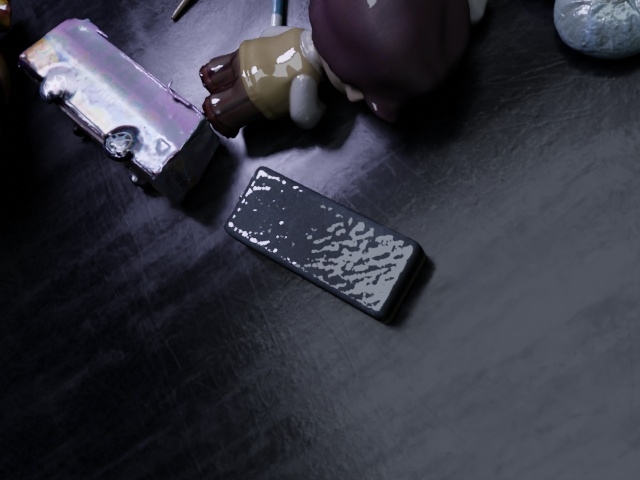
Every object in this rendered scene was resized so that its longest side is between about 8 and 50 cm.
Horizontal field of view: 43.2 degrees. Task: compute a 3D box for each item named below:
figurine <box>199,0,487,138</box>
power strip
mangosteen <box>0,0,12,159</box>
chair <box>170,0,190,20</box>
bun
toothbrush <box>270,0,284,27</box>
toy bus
[{"bbox_3d":[0.027,-0.235,1.042,0.365,0.206,0.218,-30,44,35],"label":"figurine"},{"bbox_3d":[0.000,0.000,1.022,0.256,0.070,0.105,29,84,20],"label":"power strip"},{"bbox_3d":[-0.610,-0.232,1.127,0.382,0.382,0.435,18,70,21],"label":"mangosteen"},{"bbox_3d":[-0.208,-0.498,1.162,0.272,0.166,0.188,-47,68,2],"label":"chair"},{"bbox_3d":[0.352,-0.288,0.973,0.140,0.083,0.141,-4,78,18],"label":"bun"},{"bbox_3d":[-0.054,-0.422,1.173,0.025,0.019,0.276,1,76,24],"label":"toothbrush"},{"bbox_3d":[-0.282,-0.186,1.144,0.317,0.112,0.138,38,79,22],"label":"toy bus"}]
